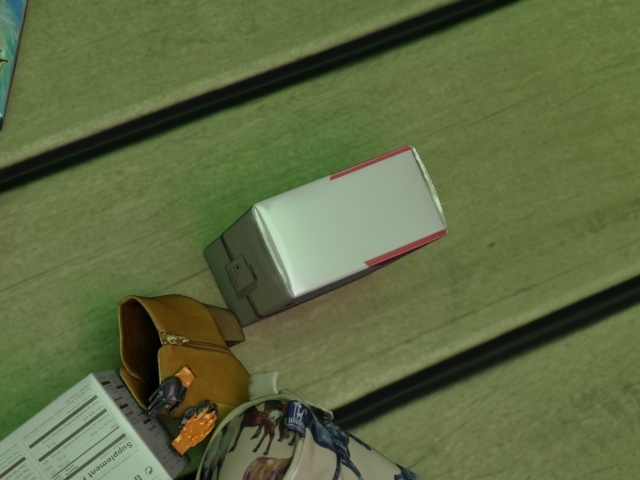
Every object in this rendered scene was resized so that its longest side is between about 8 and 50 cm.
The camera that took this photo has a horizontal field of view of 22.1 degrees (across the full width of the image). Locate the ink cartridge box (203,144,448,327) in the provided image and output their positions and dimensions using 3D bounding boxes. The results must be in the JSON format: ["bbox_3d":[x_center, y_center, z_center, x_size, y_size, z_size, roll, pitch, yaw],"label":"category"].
[{"bbox_3d":[0.000,0.000,1.933,0.207,0.283,0.117,-22,86,-18],"label":"ink cartridge box"}]

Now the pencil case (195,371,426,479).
[{"bbox_3d":[0.058,0.311,1.863,0.410,0.160,0.183,33,67,-32],"label":"pencil case"}]

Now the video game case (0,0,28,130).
[{"bbox_3d":[-0.497,-0.279,1.996,0.270,0.061,0.244,11,75,-11],"label":"video game case"}]

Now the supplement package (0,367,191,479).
[{"bbox_3d":[-0.271,0.258,1.791,0.204,0.262,0.145,-38,87,-2],"label":"supplement package"}]

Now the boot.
[{"bbox_3d":[-0.130,0.198,1.890,0.104,0.211,0.295,-32,73,25],"label":"boot"}]

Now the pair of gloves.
[{"bbox_3d":[-0.151,0.187,1.807,0.074,0.010,0.083,-45,113,-27],"label":"pair of gloves"}]
